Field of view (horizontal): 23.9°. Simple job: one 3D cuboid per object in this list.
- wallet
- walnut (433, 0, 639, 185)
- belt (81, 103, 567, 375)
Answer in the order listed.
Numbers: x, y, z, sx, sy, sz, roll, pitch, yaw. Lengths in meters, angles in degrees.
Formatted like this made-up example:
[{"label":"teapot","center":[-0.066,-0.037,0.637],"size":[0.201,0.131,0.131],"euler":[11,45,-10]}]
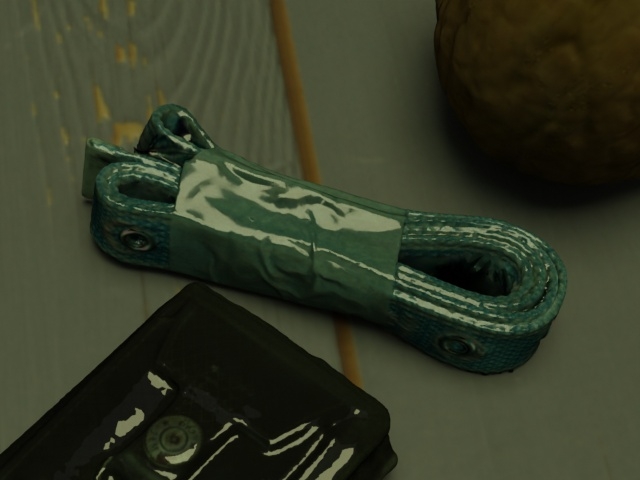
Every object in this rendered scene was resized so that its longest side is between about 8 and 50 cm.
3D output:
[{"label":"wallet","center":[-0.088,0.141,0.828],"size":[0.168,0.052,0.245],"euler":[37,60,17]},{"label":"walnut","center":[0.179,-0.145,0.962],"size":[0.228,0.228,0.228],"euler":[5,56,-8]},{"label":"belt","center":[0.000,0.000,0.922],"size":[0.302,0.072,0.087],"euler":[18,60,-1]}]
